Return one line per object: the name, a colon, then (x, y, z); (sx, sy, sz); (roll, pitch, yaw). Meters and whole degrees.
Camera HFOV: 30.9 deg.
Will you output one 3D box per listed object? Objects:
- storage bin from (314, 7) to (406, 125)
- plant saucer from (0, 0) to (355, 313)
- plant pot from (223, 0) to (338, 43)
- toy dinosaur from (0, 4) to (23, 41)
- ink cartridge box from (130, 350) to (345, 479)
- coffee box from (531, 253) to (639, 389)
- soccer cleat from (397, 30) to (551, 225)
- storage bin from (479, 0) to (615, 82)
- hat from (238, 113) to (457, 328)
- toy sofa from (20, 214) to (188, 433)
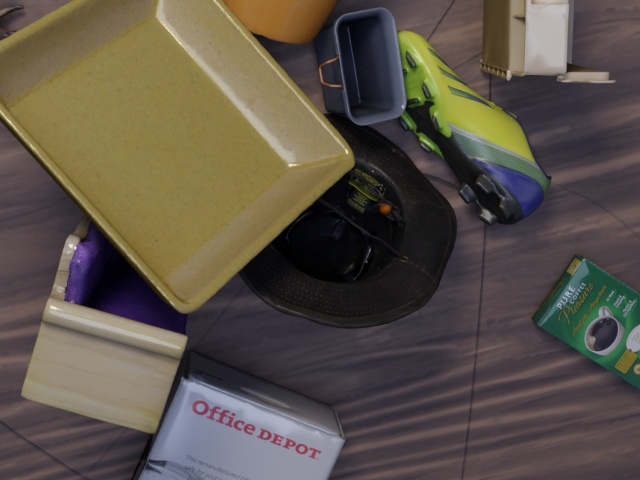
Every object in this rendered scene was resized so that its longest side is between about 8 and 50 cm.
storage bin: (0.036, -0.212, 1.429); (0.098, 0.091, 0.135); (-16, 103, -26)
plant saucer: (-0.170, -0.117, 1.261); (0.333, 0.333, 0.081); (49, 138, -3)
plant pot: (-0.036, -0.342, 1.363); (0.205, 0.205, 0.187); (17, 115, -8)
toy dinosaur: (-0.328, -0.220, 1.388); (0.296, 0.200, 0.127); (10, 119, -43)
ink cartridge box: (-0.132, 0.332, 1.513); (0.223, 0.129, 0.307); (23, 99, -9)
coffee box: (0.390, 0.111, 1.558); (0.184, 0.040, 0.113); (31, 97, -10)
soccer cleat: (0.188, -0.153, 1.479); (0.121, 0.093, 0.289); (-41, 99, -27)
storage bin: (0.266, -0.322, 1.351); (0.123, 0.260, 0.262); (0, 102, -1)
hat: (0.000, 0.000, 1.427); (0.331, 0.331, 0.134); (21, 138, -9)
toy sofa: (-0.218, 0.056, 1.333); (0.150, 0.362, 0.177); (18, 104, -8)
